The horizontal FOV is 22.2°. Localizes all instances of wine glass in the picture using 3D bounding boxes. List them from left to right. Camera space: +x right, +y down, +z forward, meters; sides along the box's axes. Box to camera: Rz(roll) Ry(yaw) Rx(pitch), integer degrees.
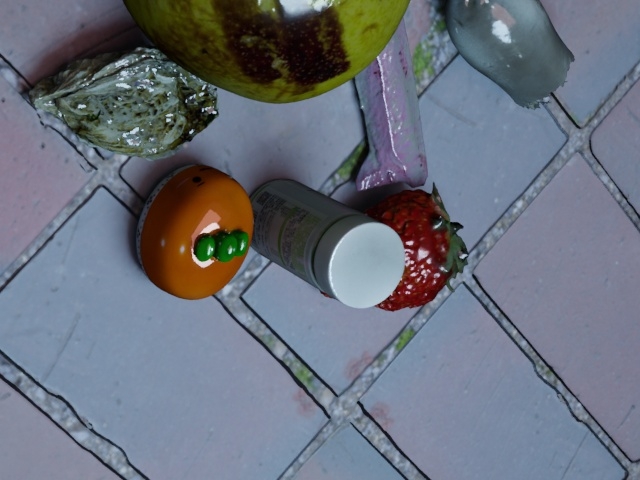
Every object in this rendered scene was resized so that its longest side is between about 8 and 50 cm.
[{"bbox_3d":[0.176,-0.229,1.663,0.103,0.103,0.222,-54,131,-5],"label":"wine glass"}]

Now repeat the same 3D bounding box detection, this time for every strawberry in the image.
[{"bbox_3d":[0.075,0.013,1.685,0.131,0.148,0.131,18,69,-60],"label":"strawberry"}]

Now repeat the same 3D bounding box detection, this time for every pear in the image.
[{"bbox_3d":[-0.049,-0.254,1.441,0.283,0.283,0.284,-9,109,-27],"label":"pear"}]

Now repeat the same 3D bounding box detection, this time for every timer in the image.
[{"bbox_3d":[-0.116,-0.005,1.560,0.099,0.136,0.136,7,101,-26],"label":"timer"}]

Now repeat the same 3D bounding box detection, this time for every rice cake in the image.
[{"bbox_3d":[0.051,-0.184,1.641,0.081,0.051,0.290,-22,114,-24],"label":"rice cake"}]

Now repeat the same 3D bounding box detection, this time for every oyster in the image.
[{"bbox_3d":[-0.176,-0.132,1.526,0.177,0.064,0.125,27,105,-43],"label":"oyster"}]

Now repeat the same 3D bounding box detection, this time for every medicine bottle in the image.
[{"bbox_3d":[0.000,0.000,1.589,0.086,0.183,0.086,-9,110,-27],"label":"medicine bottle"}]
